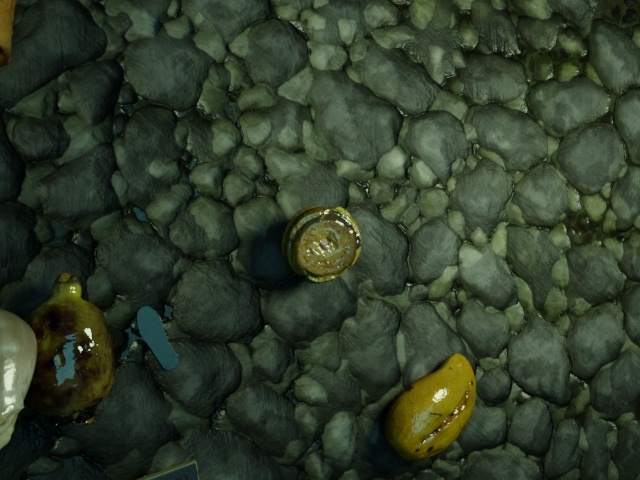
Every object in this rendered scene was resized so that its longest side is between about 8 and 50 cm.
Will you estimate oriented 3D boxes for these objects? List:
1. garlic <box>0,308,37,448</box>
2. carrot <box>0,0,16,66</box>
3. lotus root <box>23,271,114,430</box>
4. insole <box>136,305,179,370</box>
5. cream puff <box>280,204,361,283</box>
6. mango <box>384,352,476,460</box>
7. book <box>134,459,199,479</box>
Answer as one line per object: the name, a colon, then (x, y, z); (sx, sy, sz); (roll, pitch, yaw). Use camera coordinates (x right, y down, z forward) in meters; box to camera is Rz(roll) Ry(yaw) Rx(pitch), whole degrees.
garlic: (-0.622, 0.242, 0.848); (0.246, 0.340, 0.231); (48, 48, -12)
carrot: (-0.663, -0.502, 0.875); (0.224, 0.224, 0.340); (-1, 92, -18)
lotus root: (-0.493, 0.219, 0.940); (0.170, 0.141, 0.313); (-6, 88, -14)
insole: (-0.354, 0.213, 1.058); (0.053, 0.002, 0.152); (-30, 97, -17)
cream puff: (0.000, 0.000, 1.115); (0.189, 0.129, 0.188); (-4, 102, -18)
mango: (0.284, 0.411, 1.194); (0.295, 0.120, 0.177); (-37, 101, -16)
book: (-0.335, 0.624, 1.017); (0.191, 0.025, 0.269); (-8, 91, -31)
